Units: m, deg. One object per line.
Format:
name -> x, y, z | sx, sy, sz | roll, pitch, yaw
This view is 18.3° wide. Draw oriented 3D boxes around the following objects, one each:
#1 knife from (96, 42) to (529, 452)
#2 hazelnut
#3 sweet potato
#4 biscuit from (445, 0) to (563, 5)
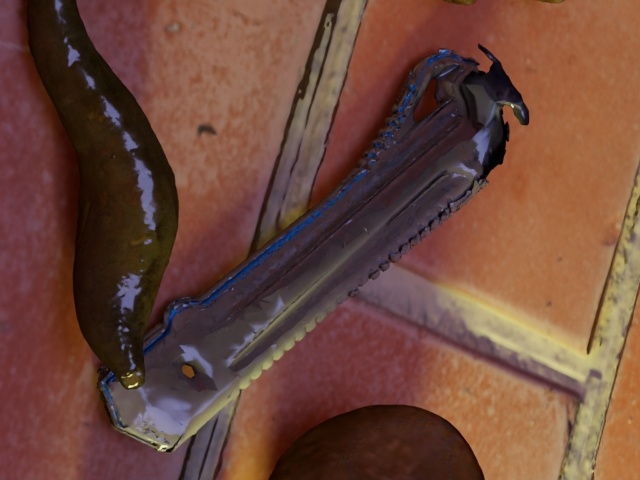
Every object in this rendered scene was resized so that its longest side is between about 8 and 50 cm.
knife -> -0.002, 0.002, 1.233 | 0.089, 0.043, 0.365 | 46, 61, 4
hazelnut -> 0.035, 0.183, 1.216 | 0.150, 0.150, 0.150 | -4, 96, -41
sweet potato -> -0.118, -0.043, 1.115 | 0.069, 0.059, 0.249 | -13, 97, -28
biscuit -> 0.075, -0.257, 1.275 | 0.301, 0.043, 0.278 | -33, 114, -35
